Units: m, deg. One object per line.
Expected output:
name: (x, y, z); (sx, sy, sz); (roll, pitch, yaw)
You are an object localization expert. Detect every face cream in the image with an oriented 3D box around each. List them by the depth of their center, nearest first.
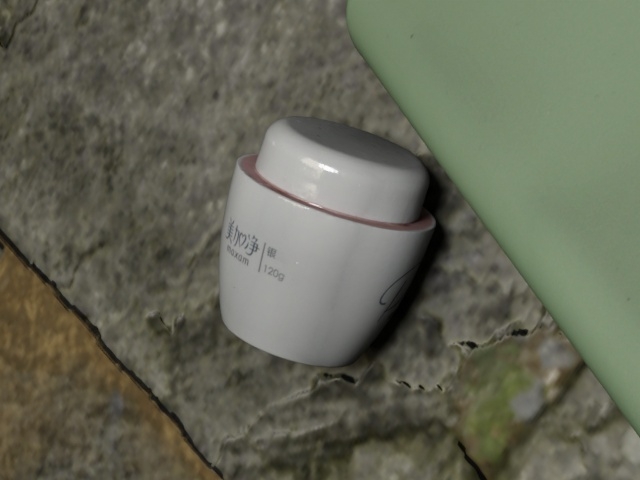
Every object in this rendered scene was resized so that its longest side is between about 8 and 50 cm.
face cream: (0.000, 0.000, 0.809); (0.091, 0.091, 0.095); (32, 110, 41)

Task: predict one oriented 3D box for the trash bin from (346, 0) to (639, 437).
trash bin: (0.170, -0.035, 0.579); (0.223, 0.158, 0.343); (-51, 38, 12)
